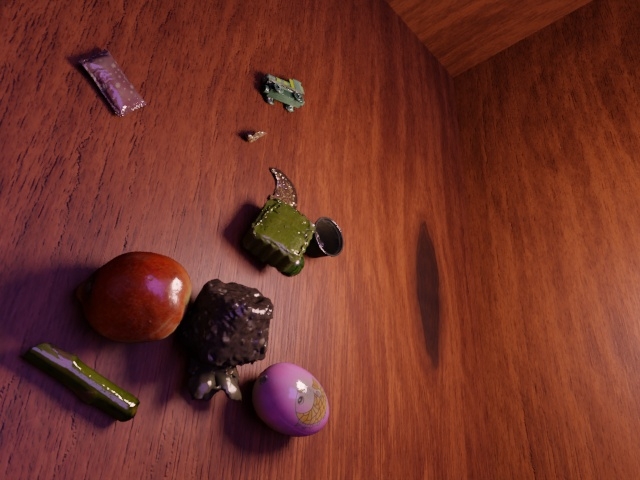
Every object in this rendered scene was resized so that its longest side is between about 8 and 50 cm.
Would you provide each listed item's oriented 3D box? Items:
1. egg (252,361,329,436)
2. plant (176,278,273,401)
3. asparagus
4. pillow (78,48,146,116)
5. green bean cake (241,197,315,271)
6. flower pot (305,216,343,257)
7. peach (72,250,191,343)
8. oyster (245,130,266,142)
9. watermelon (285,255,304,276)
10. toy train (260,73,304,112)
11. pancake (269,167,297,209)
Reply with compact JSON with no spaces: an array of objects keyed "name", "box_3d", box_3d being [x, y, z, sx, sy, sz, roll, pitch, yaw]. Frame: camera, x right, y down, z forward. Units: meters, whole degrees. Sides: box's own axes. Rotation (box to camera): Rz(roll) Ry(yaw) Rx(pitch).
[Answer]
[{"name":"egg","box_3d":[-0.084,0.479,1.287,0.271,0.196,0.196,43,46,-43]},{"name":"plant","box_3d":[-0.266,0.278,1.166,0.215,0.213,0.312,11,103,-44]},{"name":"asparagus","box_3d":[-0.530,0.315,0.964,0.277,0.060,0.067,49,64,-22]},{"name":"pillow","box_3d":[-0.586,-0.450,1.219,0.185,0.043,0.118,54,41,-18]},{"name":"green bean cake","box_3d":[-0.138,-0.021,1.450,0.200,0.113,0.214,33,46,-11]},{"name":"flower pot","box_3d":[0.000,0.000,1.634,0.157,0.107,0.157,22,57,-38]},{"name":"peach","box_3d":[-0.444,0.129,1.020,0.257,0.232,0.232,14,59,-7]},{"name":"oyster","box_3d":[-0.232,-0.378,1.563,0.083,0.081,0.038,-8,105,-16]},{"name":"watermelon","box_3d":[-0.094,0.075,1.533,0.105,0.062,0.105,19,64,-47]},{"name":"toy train","box_3d":[-0.155,-0.604,1.734,0.200,0.083,0.132,9,58,-46]},{"name":"pancake","box_3d":[-0.153,-0.172,1.601,0.184,0.020,0.190,55,42,-18]}]
